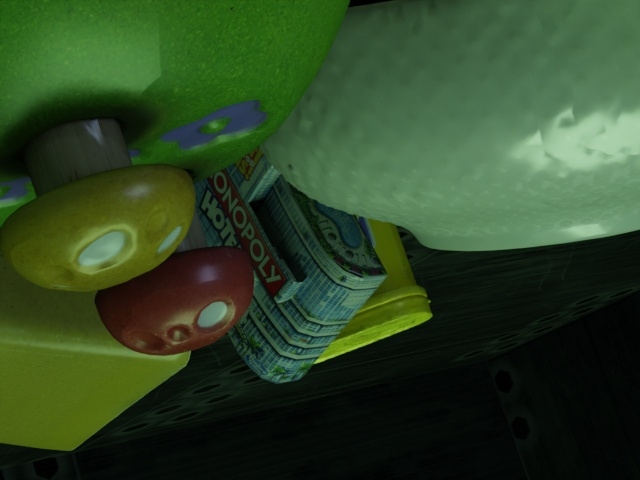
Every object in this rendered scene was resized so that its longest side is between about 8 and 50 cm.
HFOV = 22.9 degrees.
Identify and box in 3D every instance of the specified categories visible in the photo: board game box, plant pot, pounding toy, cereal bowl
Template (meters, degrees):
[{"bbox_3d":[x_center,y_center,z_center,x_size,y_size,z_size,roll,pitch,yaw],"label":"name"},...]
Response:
[{"bbox_3d":[-0.038,-0.024,1.127,0.060,0.194,0.194,-11,152,-35],"label":"board game box"},{"bbox_3d":[-0.202,-0.010,0.854,0.187,0.212,0.212,3,159,-26],"label":"plant pot"},{"bbox_3d":[-0.043,-0.034,0.454,0.237,0.110,0.183,-28,165,37],"label":"pounding toy"},{"bbox_3d":[0.123,-0.077,0.890,0.339,0.141,0.339,-9,-174,1],"label":"cereal bowl"}]

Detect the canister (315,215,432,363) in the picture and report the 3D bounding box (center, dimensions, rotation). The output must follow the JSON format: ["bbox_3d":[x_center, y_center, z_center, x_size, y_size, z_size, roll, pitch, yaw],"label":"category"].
[{"bbox_3d":[0.000,0.000,1.230,0.126,0.170,0.073,-22,167,13],"label":"canister"}]
